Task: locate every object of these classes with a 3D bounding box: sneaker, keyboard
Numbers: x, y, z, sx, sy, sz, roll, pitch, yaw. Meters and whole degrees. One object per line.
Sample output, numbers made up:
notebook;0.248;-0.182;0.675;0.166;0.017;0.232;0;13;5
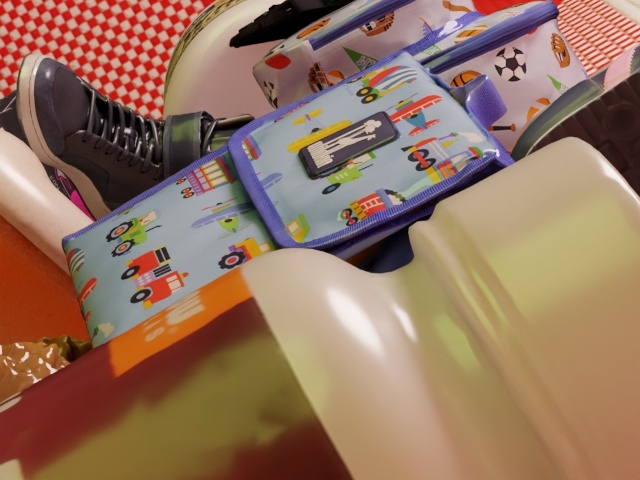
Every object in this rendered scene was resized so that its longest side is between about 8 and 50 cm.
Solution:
sneaker;0.265;-0.117;1.330;0.319;0.112;0.131;-28;14;4
sneaker;-0.139;-0.087;1.579;0.163;0.086;0.226;-3;-25;18
keyboard;0.001;-0.194;1.552;0.100;0.038;0.192;-25;-1;27

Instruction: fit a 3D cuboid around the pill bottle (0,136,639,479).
pill bottle;-0.039;0.142;0.648;0.392;0.224;0.224;-30;11;-1

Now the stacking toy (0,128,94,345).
stacking toy;-0.369;0.133;1.550;0.480;0.350;0.350;-49;14;-8

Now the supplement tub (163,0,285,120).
supplement tub;-0.034;-0.127;1.839;0.228;0.228;0.316;-30;11;1

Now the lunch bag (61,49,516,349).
lunch bag;0.000;0.000;1.234;0.293;0.138;0.221;-37;24;1

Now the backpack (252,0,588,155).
backpack;0.080;-0.098;1.520;0.263;0.213;0.276;-18;9;3

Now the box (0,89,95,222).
box;-0.300;0.007;1.862;0.142;0.247;0.163;-29;10;15

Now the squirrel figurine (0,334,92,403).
squirrel figurine;-0.297;0.158;1.223;0.397;0.281;0.370;9;-26;-10
